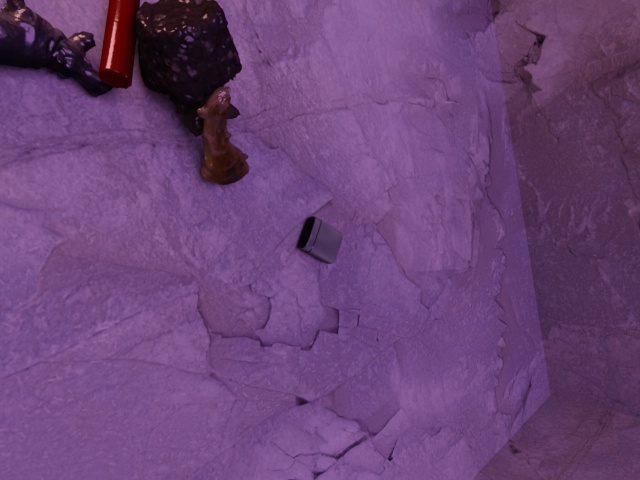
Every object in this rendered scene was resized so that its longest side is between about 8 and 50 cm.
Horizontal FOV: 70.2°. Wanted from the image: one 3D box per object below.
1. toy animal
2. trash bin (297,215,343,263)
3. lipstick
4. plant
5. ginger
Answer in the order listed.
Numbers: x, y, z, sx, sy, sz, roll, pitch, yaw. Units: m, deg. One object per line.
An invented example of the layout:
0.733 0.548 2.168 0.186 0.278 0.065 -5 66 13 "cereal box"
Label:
-0.616 -0.423 0.960 0.343 0.106 0.168 2 88 -42 "toy animal"
0.000 0.000 1.471 0.130 0.059 0.116 30 73 -36 "trash bin"
-0.462 -0.488 1.057 0.073 0.073 0.279 13 67 -38 "lipstick"
-0.319 -0.423 1.136 0.215 0.213 0.312 -45 156 -28 "plant"
-0.247 -0.253 1.170 0.131 0.294 0.086 -6 49 -15 "ginger"
